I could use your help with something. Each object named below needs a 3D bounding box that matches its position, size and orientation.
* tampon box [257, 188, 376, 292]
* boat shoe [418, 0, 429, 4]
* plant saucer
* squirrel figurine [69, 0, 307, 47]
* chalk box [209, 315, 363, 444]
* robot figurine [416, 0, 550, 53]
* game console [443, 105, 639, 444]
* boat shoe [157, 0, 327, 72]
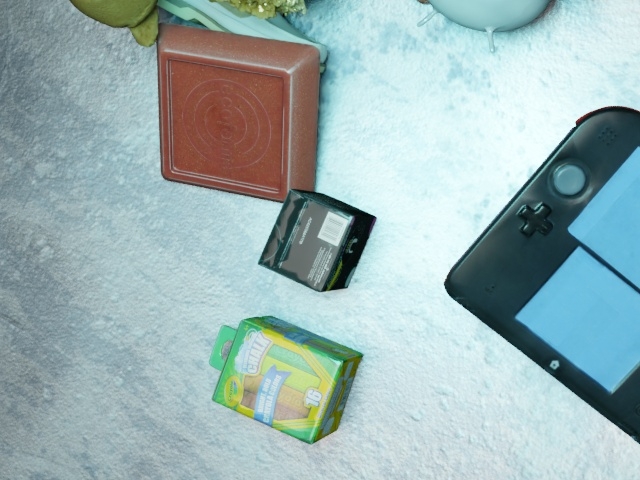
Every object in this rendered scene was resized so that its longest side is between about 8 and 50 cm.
[{"bbox_3d":[0.000,0.000,1.477,0.101,0.161,0.120,25,97,14],"label":"tampon box"},{"bbox_3d":[0.114,-0.398,1.513,0.137,0.043,0.049,41,102,14],"label":"boat shoe"},{"bbox_3d":[-0.133,-0.176,1.518,0.259,0.048,0.258,11,120,15],"label":"plant saucer"},{"bbox_3d":[-0.184,-0.449,1.403,0.397,0.281,0.370,27,79,26],"label":"squirrel figurine"},{"bbox_3d":[-0.067,0.192,1.509,0.213,0.132,0.132,20,94,15],"label":"chalk box"},{"bbox_3d":[0.254,-0.437,1.393,0.300,0.200,0.353,28,97,42],"label":"robot figurine"},{"bbox_3d":[0.411,0.048,1.358,0.386,0.060,0.342,38,99,-6],"label":"game console"},{"bbox_3d":[-0.114,-0.348,1.540,0.302,0.113,0.103,28,102,15],"label":"boat shoe"}]
